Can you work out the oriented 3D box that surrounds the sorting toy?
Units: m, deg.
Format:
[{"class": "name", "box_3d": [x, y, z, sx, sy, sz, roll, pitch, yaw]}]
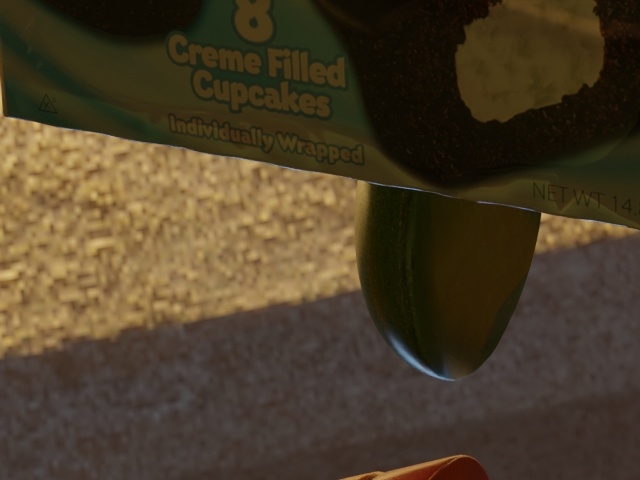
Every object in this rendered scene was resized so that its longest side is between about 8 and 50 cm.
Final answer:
[{"class": "sorting toy", "box_3d": [0.000, 0.000, 0.665, 0.126, 0.366, 0.127, 9, 5, 24]}]

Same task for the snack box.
[{"class": "snack box", "box_3d": [0.050, -0.105, 0.509, 0.322, 0.060, 0.187, 11, -65, 29]}]
